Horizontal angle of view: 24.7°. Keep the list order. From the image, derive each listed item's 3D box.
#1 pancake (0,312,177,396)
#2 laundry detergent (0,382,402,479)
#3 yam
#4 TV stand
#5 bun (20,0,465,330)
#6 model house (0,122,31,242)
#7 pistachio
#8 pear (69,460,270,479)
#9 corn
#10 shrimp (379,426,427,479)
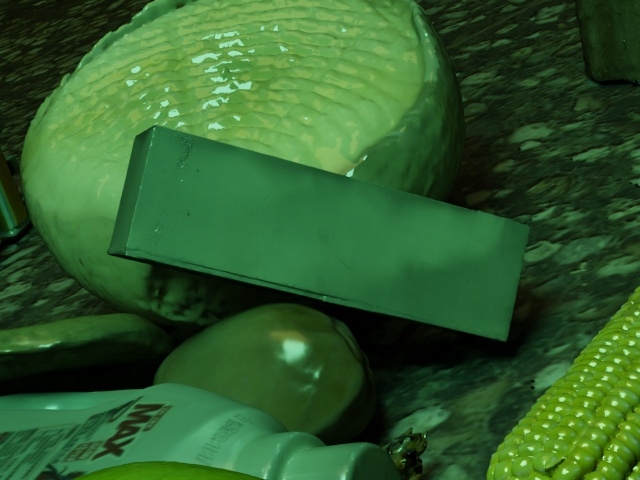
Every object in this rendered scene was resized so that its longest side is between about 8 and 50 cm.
[{"bbox_3d":[-0.225,0.097,1.054,0.241,0.050,0.242,-12,-22,-5],"label":"pancake"},{"bbox_3d":[-0.130,0.162,0.863,0.397,0.125,0.264,-13,19,31],"label":"laundry detergent"},{"bbox_3d":[0.295,-0.278,1.385,0.129,0.238,0.128,-16,16,-5],"label":"yam"},{"bbox_3d":[0.000,0.000,0.994,0.269,0.088,0.083,14,-6,-16],"label":"TV stand"},{"bbox_3d":[-0.054,-0.058,1.210,0.364,0.202,0.364,-10,41,9],"label":"bun"},{"bbox_3d":[-0.447,-0.052,1.553,0.198,0.224,0.215,-7,22,26],"label":"model house"},{"bbox_3d":[-0.041,0.101,0.988,0.185,0.108,0.126,-9,46,43],"label":"pistachio"},{"bbox_3d":[-0.054,0.207,0.567,0.253,0.253,0.307,-28,20,-15],"label":"pear"},{"bbox_3d":[0.181,0.093,0.819,0.093,0.093,0.244,1,31,43],"label":"corn"},{"bbox_3d":[-0.013,0.174,0.891,0.124,0.034,0.178,-1,37,48],"label":"shrimp"}]
